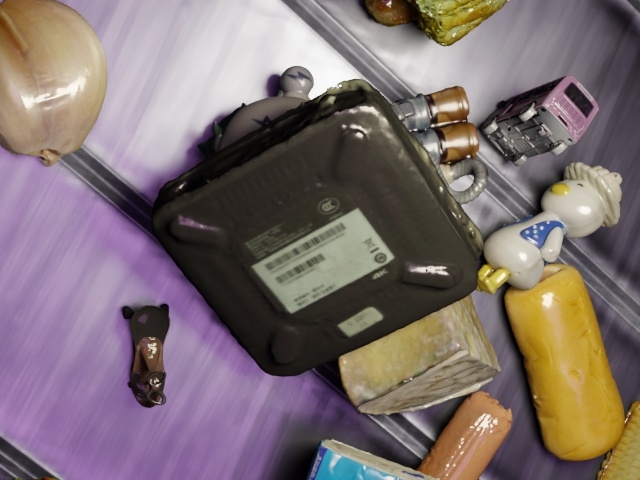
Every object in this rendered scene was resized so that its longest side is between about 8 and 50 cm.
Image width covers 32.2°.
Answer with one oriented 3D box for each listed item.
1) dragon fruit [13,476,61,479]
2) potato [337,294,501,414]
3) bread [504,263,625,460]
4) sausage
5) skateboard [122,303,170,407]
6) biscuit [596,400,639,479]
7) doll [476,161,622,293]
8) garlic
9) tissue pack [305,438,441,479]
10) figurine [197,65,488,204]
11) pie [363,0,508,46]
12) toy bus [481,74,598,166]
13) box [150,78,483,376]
[{"bbox_3d":[-0.402,0.395,1.522,0.142,0.175,0.138,-11,85,16],"label":"dragon fruit"},{"bbox_3d":[0.123,0.112,1.648,0.189,0.211,0.264,-23,71,19],"label":"potato"},{"bbox_3d":[0.384,0.191,1.723,0.142,0.091,0.305,-21,99,-18],"label":"bread"},{"bbox_3d":[0.188,0.359,1.679,0.086,0.086,0.289,37,83,-14],"label":"sausage"},{"bbox_3d":[-0.238,0.164,1.559,0.067,0.080,0.151,-3,96,-21],"label":"skateboard"},{"bbox_3d":[0.573,0.384,1.813,0.254,0.029,0.172,28,86,-15],"label":"biscuit"},{"bbox_3d":[0.345,-0.019,1.676,0.293,0.138,0.119,-35,110,-13],"label":"doll"},{"bbox_3d":[-0.389,-0.218,1.487,0.217,0.110,0.228,-34,100,-14],"label":"garlic"},{"bbox_3d":[0.051,0.440,1.569,0.209,0.137,0.269,21,88,3],"label":"tissue pack"},{"bbox_3d":[0.019,-0.126,1.560,0.382,0.186,0.261,-13,72,-9],"label":"figurine"},{"bbox_3d":[0.252,-0.436,1.484,0.180,0.418,0.395,44,80,-7],"label":"pie"},{"bbox_3d":[0.323,-0.178,1.643,0.087,0.178,0.098,44,70,-13],"label":"toy bus"},{"bbox_3d":[0.000,0.000,1.453,0.359,0.091,0.350,-28,119,16],"label":"box"}]
